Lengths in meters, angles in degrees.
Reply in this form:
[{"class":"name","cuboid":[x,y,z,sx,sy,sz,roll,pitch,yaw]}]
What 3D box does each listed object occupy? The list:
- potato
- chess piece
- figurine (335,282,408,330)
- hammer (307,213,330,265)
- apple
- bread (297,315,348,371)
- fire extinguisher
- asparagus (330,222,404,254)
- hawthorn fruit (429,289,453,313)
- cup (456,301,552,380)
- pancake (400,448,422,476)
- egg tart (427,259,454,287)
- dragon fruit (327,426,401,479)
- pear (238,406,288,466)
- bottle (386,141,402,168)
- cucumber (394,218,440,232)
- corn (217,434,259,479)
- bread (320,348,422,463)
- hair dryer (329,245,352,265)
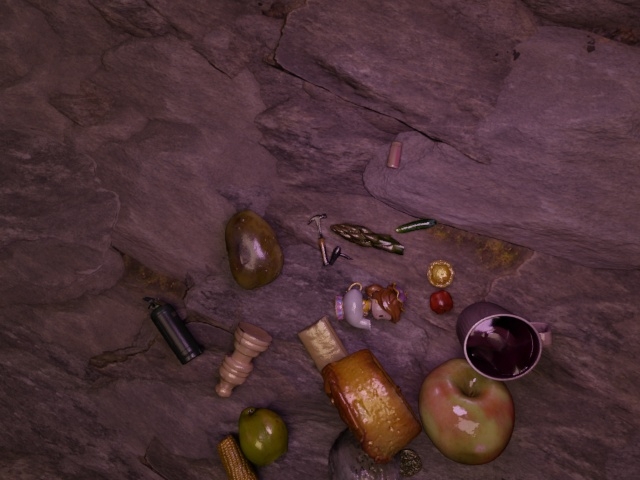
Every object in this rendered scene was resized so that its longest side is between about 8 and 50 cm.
[{"class":"potato","cuboid":[-0.256,0.034,1.566,0.211,0.173,0.306,-16,92,11]},{"class":"chess piece","cuboid":[-0.318,0.486,1.625,0.139,0.124,0.306,23,100,-25]},{"class":"figurine","cuboid":[0.191,0.236,1.516,0.264,0.142,0.189,-7,67,9]},{"class":"hammer","cuboid":[0.000,0.000,1.593,0.079,0.021,0.200,-11,85,10]},{"class":"apple","cuboid":[0.488,0.581,1.397,0.320,0.319,0.276,0,126,9]},{"class":"bread","cuboid":[0.009,0.399,1.587,0.140,0.060,0.178,-34,86,9]},{"class":"fire extinguisher","cuboid":[-0.600,0.351,1.662,0.095,0.114,0.311,-37,84,13]},{"class":"asparagus","cuboid":[0.174,-0.012,1.544,0.288,0.080,0.080,15,94,1]},{"class":"hawthorn fruit","cuboid":[0.436,0.221,1.505,0.093,0.093,0.092,0,92,9]},{"class":"cup","cuboid":[0.604,0.307,1.380,0.289,0.273,0.208,-35,86,8]},{"class":"pancake","cuboid":[0.329,0.846,1.569,0.108,0.017,0.107,0,91,13]},{"class":"egg tart","cuboid":[0.440,0.122,1.520,0.105,0.039,0.104,0,91,9]},{"class":"dragon fruit","cuboid":[0.135,0.829,1.503,0.204,0.221,0.283,45,100,0]},{"class":"pear","cuboid":[-0.224,0.737,1.581,0.188,0.187,0.219,-32,73,9]},{"class":"bottle","cuboid":[0.275,-0.315,1.533,0.045,0.045,0.096,11,92,9]},{"class":"cucumber","cuboid":[0.358,-0.056,1.530,0.168,0.039,0.039,-13,89,12]},{"class":"corn","cuboid":[-0.314,0.921,1.637,0.106,0.106,0.304,-27,84,9]},{"class":"bread","cuboid":[0.169,0.548,1.401,0.215,0.398,0.398,-36,86,-2]},{"class":"hair dryer","cuboid":[0.081,0.070,1.587,0.084,0.031,0.078,23,106,0]}]
